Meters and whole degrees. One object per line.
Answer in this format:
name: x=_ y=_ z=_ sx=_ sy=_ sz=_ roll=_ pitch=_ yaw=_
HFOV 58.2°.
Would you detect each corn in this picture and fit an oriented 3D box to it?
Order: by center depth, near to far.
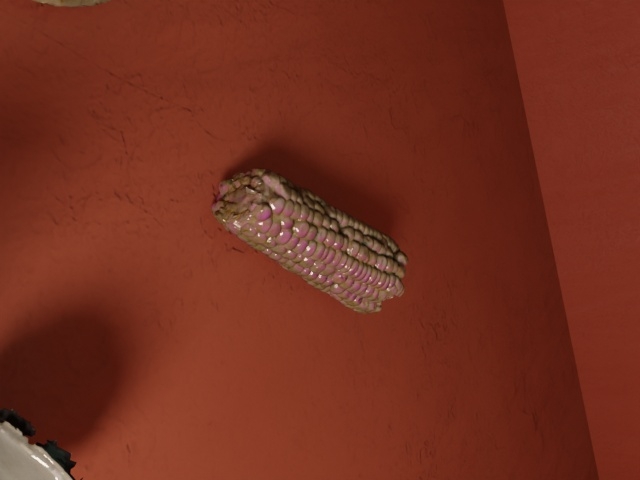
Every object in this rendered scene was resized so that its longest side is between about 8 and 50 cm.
corn: x=-0.002 y=0.002 z=0.799 sx=0.335 sy=0.126 sz=0.127 roll=33 pitch=58 yaw=-41

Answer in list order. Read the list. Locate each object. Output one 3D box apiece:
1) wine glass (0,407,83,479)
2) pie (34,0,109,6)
wine glass: x=-0.289 y=0.252 z=0.333 sx=0.321 sy=0.143 sz=0.143 roll=-51 pitch=123 yaw=-46
pie: x=-0.275 y=-0.389 z=0.530 sx=0.339 sy=0.077 sz=0.339 roll=13 pitch=74 yaw=-51
